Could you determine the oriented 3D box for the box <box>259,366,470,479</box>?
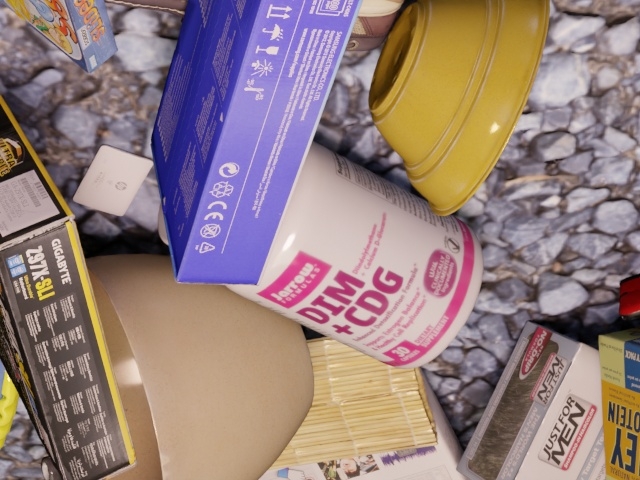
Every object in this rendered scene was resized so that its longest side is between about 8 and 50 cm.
[{"bbox_3d":[0.051,0.273,1.754,0.232,0.058,0.322,-19,114,18],"label":"box"}]

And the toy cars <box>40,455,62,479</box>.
[{"bbox_3d":[-0.209,0.253,1.768,0.176,0.087,0.393,-46,127,-6],"label":"toy cars"}]

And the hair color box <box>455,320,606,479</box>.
[{"bbox_3d":[0.355,0.249,1.706,0.374,0.113,0.185,26,90,-27],"label":"hair color box"}]

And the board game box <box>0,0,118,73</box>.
[{"bbox_3d":[-0.231,-0.233,1.204,0.035,0.136,0.201,-44,157,-19],"label":"board game box"}]

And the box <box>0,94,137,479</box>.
[{"bbox_3d":[-0.270,0.035,1.405,0.079,0.257,0.322,-24,135,-18],"label":"box"}]

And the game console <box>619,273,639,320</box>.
[{"bbox_3d":[0.391,0.063,1.595,0.144,0.124,0.085,-21,107,19],"label":"game console"}]

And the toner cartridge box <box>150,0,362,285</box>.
[{"bbox_3d":[-0.052,-0.139,1.169,0.075,0.165,0.348,3,137,-18],"label":"toner cartridge box"}]

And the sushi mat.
[{"bbox_3d":[-0.042,0.179,1.662,0.317,0.019,0.151,-10,116,9],"label":"sushi mat"}]

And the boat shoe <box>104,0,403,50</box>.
[{"bbox_3d":[-0.070,-0.202,1.289,0.285,0.103,0.092,1,132,-12],"label":"boat shoe"}]

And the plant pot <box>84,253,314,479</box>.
[{"bbox_3d":[-0.119,0.135,1.525,0.191,0.284,0.284,-15,141,-23],"label":"plant pot"}]

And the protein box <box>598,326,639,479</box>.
[{"bbox_3d":[0.409,0.185,1.577,0.201,0.136,0.199,-10,102,-25],"label":"protein box"}]

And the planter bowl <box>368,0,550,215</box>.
[{"bbox_3d":[0.099,-0.137,1.283,0.090,0.217,0.217,21,132,-14],"label":"planter bowl"}]

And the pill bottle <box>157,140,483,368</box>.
[{"bbox_3d":[0.000,0.000,1.458,0.283,0.160,0.160,26,130,-26],"label":"pill bottle"}]

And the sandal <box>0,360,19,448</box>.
[{"bbox_3d":[-0.415,0.189,1.678,0.138,0.126,0.317,23,130,-19],"label":"sandal"}]

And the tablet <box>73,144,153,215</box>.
[{"bbox_3d":[-0.202,-0.058,1.504,0.054,0.006,0.083,18,134,-20],"label":"tablet"}]
